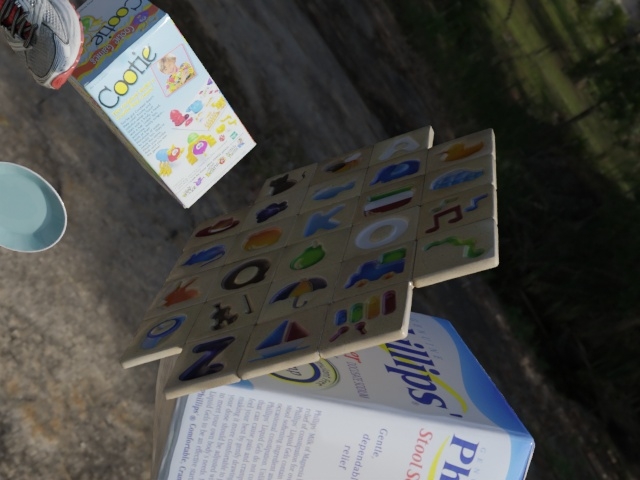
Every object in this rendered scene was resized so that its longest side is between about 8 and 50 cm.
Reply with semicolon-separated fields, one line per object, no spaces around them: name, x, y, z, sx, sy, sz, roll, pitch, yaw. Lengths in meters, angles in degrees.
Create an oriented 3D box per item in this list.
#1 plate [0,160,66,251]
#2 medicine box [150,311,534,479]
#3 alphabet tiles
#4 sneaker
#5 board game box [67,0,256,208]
plate;-0.526;-0.061;1.617;0.188;0.188;0.024;51;29;-25
medicine box;0.001;0.157;0.847;0.289;0.149;0.263;12;15;-12
alphabet tiles;0.000;0.000;0.735;0.342;0.285;0.011;-72;141;-61
sneaker;-0.334;-0.251;0.995;0.225;0.088;0.092;55;29;15
board game box;-0.233;-0.199;1.300;0.142;0.144;0.275;40;-10;37
